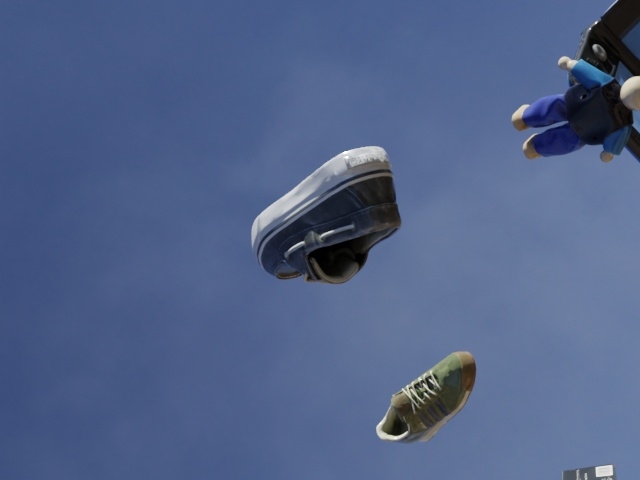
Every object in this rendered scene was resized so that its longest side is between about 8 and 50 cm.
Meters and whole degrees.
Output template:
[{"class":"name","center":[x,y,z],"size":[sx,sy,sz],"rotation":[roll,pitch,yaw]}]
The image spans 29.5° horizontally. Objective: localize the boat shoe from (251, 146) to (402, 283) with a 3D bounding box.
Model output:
[{"class":"boat shoe","center":[0.000,0.000,1.520],"size":[0.121,0.119,0.335],"rotation":[-8,-17,-22]}]

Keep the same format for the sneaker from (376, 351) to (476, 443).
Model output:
[{"class":"sneaker","center":[0.144,0.229,1.718],"size":[0.086,0.064,0.192],"rotation":[-1,-41,-30]}]

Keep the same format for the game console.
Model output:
[{"class":"game console","center":[0.523,-0.225,1.733],"size":[0.173,0.293,0.250],"rotation":[-39,13,37]}]

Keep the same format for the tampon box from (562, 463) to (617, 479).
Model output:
[{"class":"tampon box","center":[0.519,0.522,2.279],"size":[0.120,0.101,0.161],"rotation":[-59,-44,-70]}]

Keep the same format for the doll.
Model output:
[{"class":"doll","center":[0.297,-0.147,1.370],"size":[0.046,0.189,0.129],"rotation":[-25,-84,-34]}]
